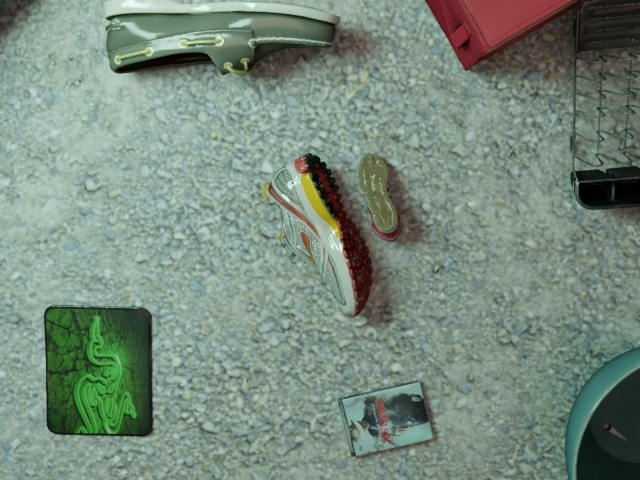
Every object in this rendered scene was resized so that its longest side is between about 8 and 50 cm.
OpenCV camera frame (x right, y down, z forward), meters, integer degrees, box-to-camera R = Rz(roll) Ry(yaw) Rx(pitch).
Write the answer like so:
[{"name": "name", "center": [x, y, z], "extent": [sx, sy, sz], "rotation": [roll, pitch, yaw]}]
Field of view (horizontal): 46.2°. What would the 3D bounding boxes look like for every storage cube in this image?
[{"name": "storage cube", "center": [0.222, -0.344, 0.899], "extent": [0.215, 0.183, 0.193], "rotation": [-31, 93, 5]}]

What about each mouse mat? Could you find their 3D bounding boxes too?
[{"name": "mouse mat", "center": [-0.315, 0.185, 1.063], "extent": [0.153, 0.007, 0.189], "rotation": [1, 97, 2]}]

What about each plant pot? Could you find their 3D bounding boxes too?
[{"name": "plant pot", "center": [0.439, 0.253, 0.951], "extent": [0.291, 0.195, 0.290], "rotation": [0, 96, 2]}]

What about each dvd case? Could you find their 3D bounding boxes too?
[{"name": "dvd case", "center": [0.091, 0.250, 1.053], "extent": [0.120, 0.013, 0.087], "rotation": [-13, 96, 4]}]

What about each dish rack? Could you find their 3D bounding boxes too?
[{"name": "dish rack", "center": [0.418, -0.182, 0.945], "extent": [0.209, 0.074, 0.271], "rotation": [-5, 110, 1]}]

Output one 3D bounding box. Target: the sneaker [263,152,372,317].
[{"name": "sneaker", "center": [0.000, 0.000, 1.004], "extent": [0.093, 0.088, 0.225], "rotation": [-22, 95, 24]}]

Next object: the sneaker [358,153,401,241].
[{"name": "sneaker", "center": [0.080, -0.054, 1.011], "extent": [0.042, 0.067, 0.118], "rotation": [-14, 66, 5]}]

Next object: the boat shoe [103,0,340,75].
[{"name": "boat shoe", "center": [-0.127, -0.256, 0.960], "extent": [0.305, 0.109, 0.091], "rotation": [3, 97, 7]}]
